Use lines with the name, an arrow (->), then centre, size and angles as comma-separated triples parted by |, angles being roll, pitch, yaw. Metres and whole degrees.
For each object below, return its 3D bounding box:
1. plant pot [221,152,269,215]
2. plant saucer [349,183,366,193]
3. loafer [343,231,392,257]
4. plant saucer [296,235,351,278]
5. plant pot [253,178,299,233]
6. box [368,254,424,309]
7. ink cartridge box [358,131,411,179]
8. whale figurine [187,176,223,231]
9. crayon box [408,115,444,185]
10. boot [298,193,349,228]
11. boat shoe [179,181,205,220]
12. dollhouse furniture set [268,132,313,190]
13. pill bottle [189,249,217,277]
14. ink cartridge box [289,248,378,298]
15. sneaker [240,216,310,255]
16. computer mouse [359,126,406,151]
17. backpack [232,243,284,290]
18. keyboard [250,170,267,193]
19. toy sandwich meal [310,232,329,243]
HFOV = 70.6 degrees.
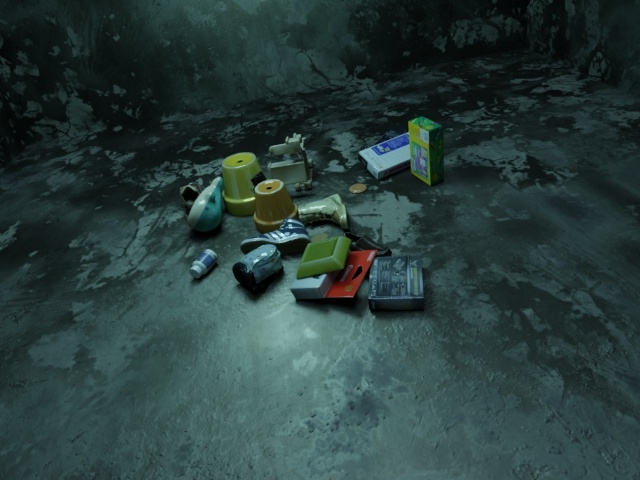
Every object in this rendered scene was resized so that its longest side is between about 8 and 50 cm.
plant pot -> -0.363, -0.283, 2.178 | 0.254, 0.238, 0.254 | -7, 35, 5
plant saucer -> 0.181, -0.253, 2.184 | 0.084, 0.013, 0.083 | -8, 35, 5
loafer -> 0.170, 0.021, 1.747 | 0.220, 0.078, 0.080 | 13, 42, 30
plant saucer -> 0.006, 0.050, 1.653 | 0.188, 0.045, 0.188 | -14, 29, 22
plant pot -> -0.208, -0.161, 2.007 | 0.205, 0.187, 0.205 | -7, 35, 5
box -> 0.263, 0.144, 1.570 | 0.183, 0.056, 0.231 | -3, 36, 11
ink cartridge box -> 0.394, -0.446, 2.312 | 0.371, 0.069, 0.175 | -26, 56, -17
whale figurine -> -0.503, -0.159, 2.084 | 0.141, 0.216, 0.271 | 29, 59, -12
crayon box -> 0.491, -0.413, 2.095 | 0.081, 0.278, 0.165 | -22, 37, -13
boot -> 0.010, -0.109, 1.957 | 0.204, 0.095, 0.262 | -13, 34, -4
boat shoe -> -0.643, -0.227, 2.272 | 0.124, 0.123, 0.341 | -13, 35, -3
dollhouse furniture set -> -0.152, -0.423, 2.262 | 0.174, 0.303, 0.355 | -8, 35, 6
pill bottle -> -0.475, 0.096, 1.825 | 0.067, 0.067, 0.120 | 7, 39, 24
ink cartridge box -> 0.051, 0.102, 1.639 | 0.239, 0.060, 0.275 | -7, 32, 33
sneaker -> -0.189, -0.013, 1.872 | 0.283, 0.099, 0.153 | -6, 40, -5
computer mouse -> 0.365, -0.523, 2.473 | 0.272, 0.072, 0.189 | -41, 46, -18
backpack -> -0.229, 0.096, 1.721 | 0.182, 0.115, 0.152 | -30, 37, -29
keyboard -> -0.257, -0.221, 2.104 | 0.038, 0.192, 0.100 | 12, 51, 44
toy sandwich meal -> 0.000, 0.000, 1.869 | 0.086, 0.029, 0.085 | -17, 30, 10
